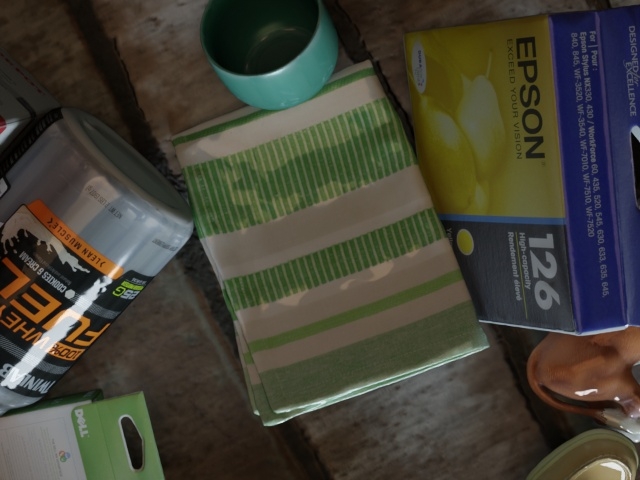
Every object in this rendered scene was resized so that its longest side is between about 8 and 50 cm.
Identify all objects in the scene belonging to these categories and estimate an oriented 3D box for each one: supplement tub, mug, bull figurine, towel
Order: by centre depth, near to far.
[{"bbox_3d":[-0.296,0.034,1.513,0.193,0.193,0.316,42,98,-2],"label":"supplement tub"},{"bbox_3d":[-0.043,-0.210,1.513,0.129,0.097,0.157,12,70,22],"label":"mug"},{"bbox_3d":[0.000,0.000,1.527,0.248,0.038,0.325,-21,78,6],"label":"towel"},{"bbox_3d":[0.352,0.063,1.530,0.188,0.101,0.310,39,97,-4],"label":"bull figurine"}]

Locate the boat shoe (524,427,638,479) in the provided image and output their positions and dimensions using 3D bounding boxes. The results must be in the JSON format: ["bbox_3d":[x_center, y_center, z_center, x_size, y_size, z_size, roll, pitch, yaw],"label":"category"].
[{"bbox_3d":[0.239,0.321,1.544,0.104,0.089,0.285,26,111,-14],"label":"boat shoe"}]

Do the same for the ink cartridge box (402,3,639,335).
[{"bbox_3d":[0.206,-0.065,1.435,0.072,0.307,0.303,-9,97,-31],"label":"ink cartridge box"}]

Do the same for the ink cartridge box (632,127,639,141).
[{"bbox_3d":[0.454,-0.157,1.420,0.289,0.121,0.211,-48,110,-16],"label":"ink cartridge box"}]

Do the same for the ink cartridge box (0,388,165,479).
[{"bbox_3d":[-0.275,0.226,1.600,0.209,0.062,0.109,-12,96,4],"label":"ink cartridge box"}]

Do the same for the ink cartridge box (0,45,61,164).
[{"bbox_3d":[-0.390,-0.149,1.458,0.197,0.273,0.114,44,101,-2],"label":"ink cartridge box"}]
